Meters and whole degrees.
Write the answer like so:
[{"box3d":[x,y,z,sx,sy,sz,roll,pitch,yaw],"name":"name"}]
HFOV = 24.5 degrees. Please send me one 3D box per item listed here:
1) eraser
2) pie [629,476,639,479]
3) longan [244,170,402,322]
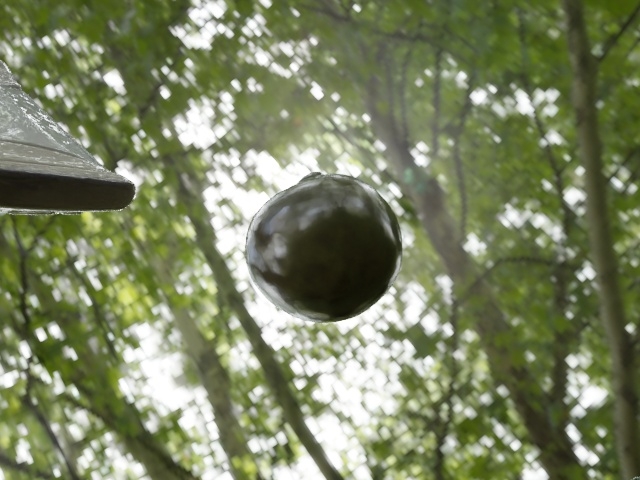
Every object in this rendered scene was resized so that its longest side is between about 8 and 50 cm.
[{"box3d":[-0.276,-0.065,0.988,0.243,0.204,0.059,-5,-56,-39],"name":"eraser"},{"box3d":[0.371,0.342,1.406,0.302,0.067,0.302,0,-76,2],"name":"pie"},{"box3d":[0.000,0.000,0.991,0.106,0.119,0.106,-12,-44,-12],"name":"longan"}]
